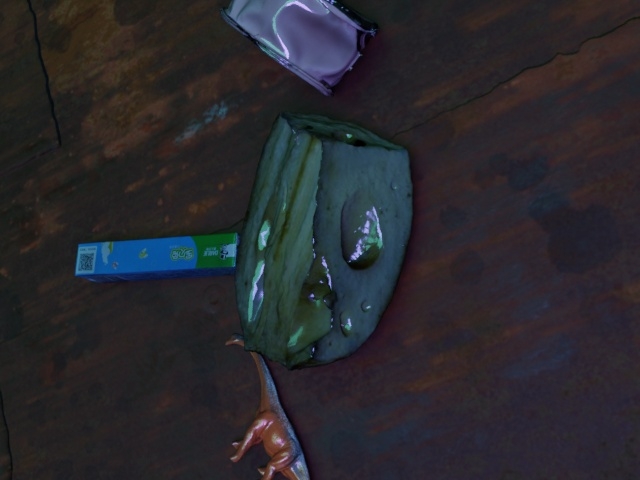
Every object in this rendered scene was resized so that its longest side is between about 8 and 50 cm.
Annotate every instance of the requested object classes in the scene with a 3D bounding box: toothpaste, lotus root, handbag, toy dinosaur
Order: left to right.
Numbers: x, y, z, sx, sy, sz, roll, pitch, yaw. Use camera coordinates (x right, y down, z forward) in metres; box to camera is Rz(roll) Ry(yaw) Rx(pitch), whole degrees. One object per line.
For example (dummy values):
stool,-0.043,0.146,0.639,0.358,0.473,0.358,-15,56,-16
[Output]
toothpaste,-0.220,0.027,1.186,0.266,0.065,0.050,-4,74,24
toy dinosaur,-0.072,0.244,1.081,0.101,0.055,0.280,-38,65,2
handbag,-0.025,-0.292,1.109,0.205,0.179,0.116,46,106,26
lotus root,0.006,0.001,1.060,0.210,0.141,0.314,15,93,53
